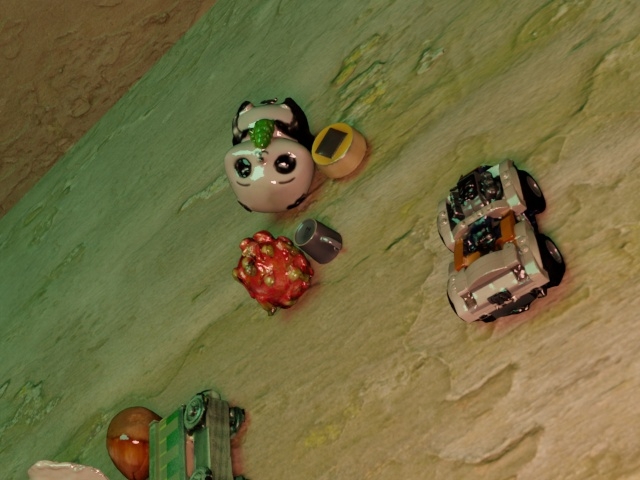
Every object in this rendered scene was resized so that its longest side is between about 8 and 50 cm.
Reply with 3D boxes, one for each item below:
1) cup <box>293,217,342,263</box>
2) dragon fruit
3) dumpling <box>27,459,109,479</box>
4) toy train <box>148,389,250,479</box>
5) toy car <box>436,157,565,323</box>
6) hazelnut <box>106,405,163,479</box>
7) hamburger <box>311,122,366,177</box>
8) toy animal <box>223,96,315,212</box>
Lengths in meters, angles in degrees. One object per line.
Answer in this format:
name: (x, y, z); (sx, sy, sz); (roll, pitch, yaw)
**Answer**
cup: (0.000, 0.000, 1.584); (0.100, 0.077, 0.078); (6, 67, 50)
dragon fruit: (-0.107, 0.064, 1.575); (0.160, 0.172, 0.167); (-19, 50, 39)
dumpling: (-0.462, 0.607, 1.505); (0.260, 0.181, 0.341); (-6, 78, 17)
toy train: (-0.243, 0.448, 1.480); (0.202, 0.120, 0.301); (-41, 38, 24)
toy car: (0.278, -0.006, 1.244); (0.193, 0.118, 0.301); (-33, 40, 31)
hazelnut: (-0.403, 0.447, 1.642); (0.150, 0.150, 0.150); (-29, 44, 32)
hamburger: (0.040, -0.201, 1.695); (0.141, 0.081, 0.127); (5, 68, 37)
toy animal: (-0.119, -0.200, 1.765); (0.212, 0.212, 0.267); (-31, 39, 30)
